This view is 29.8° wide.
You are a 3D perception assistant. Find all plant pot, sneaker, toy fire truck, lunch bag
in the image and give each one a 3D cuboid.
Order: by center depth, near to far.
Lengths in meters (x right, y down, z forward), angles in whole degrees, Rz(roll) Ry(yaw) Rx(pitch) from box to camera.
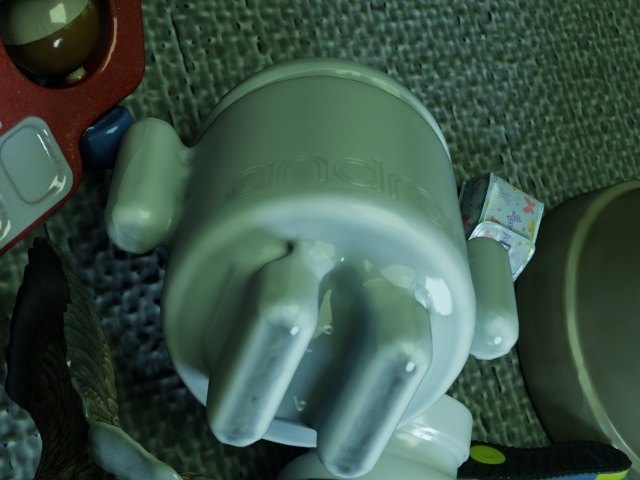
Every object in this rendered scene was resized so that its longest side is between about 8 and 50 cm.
[{"bbox_3d":[-0.230,-0.125,0.791,0.302,0.169,0.254,-46,128,-36],"label":"toy fire truck"},{"bbox_3d":[0.168,0.217,1.020,0.209,0.069,0.082,4,111,-23],"label":"sneaker"},{"bbox_3d":[0.160,-0.009,1.097,0.071,0.053,0.083,29,69,-25],"label":"lunch bag"},{"bbox_3d":[0.391,0.074,1.099,0.323,0.280,0.323,12,69,-35],"label":"plant pot"}]

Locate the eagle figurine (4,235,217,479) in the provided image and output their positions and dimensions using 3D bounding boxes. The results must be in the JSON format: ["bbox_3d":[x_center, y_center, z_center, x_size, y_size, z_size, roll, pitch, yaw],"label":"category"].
[{"bbox_3d":[-0.131,0.141,0.690,0.225,0.226,0.298,12,27,8],"label":"eagle figurine"}]

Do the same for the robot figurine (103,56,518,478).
[{"bbox_3d":[0.000,0.000,0.834,0.300,0.200,0.353,21,30,-13],"label":"robot figurine"}]

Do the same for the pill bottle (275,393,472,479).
[{"bbox_3d":[0.030,0.239,0.854,0.153,0.153,0.265,27,60,-28],"label":"pill bottle"}]
